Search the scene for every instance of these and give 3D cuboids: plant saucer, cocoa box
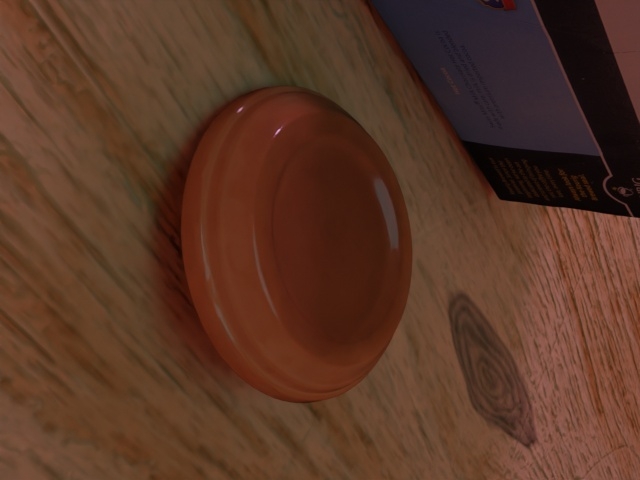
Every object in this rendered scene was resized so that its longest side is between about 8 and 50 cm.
[{"bbox_3d":[0.000,0.000,0.516,0.200,0.037,0.199,11,76,-49],"label":"plant saucer"},{"bbox_3d":[0.208,-0.197,0.609,0.347,0.228,0.231,45,64,-45],"label":"cocoa box"}]
